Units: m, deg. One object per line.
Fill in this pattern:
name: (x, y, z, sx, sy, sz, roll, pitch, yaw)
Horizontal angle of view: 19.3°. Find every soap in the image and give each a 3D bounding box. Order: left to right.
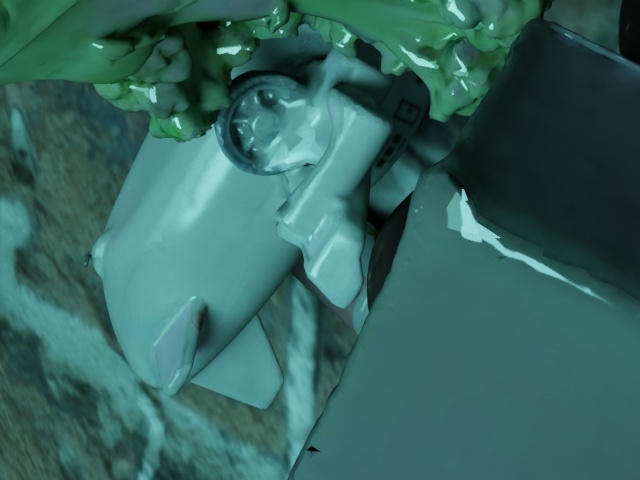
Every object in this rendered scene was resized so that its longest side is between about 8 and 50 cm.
soap: (0.137, 0.108, 0.612, 0.296, 0.107, 0.285, 29, 140, 5)

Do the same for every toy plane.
toy plane: (-0.024, -0.040, 0.866, 0.252, 0.118, 0.252, -50, 27, 39)

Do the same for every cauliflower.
cauliflower: (-0.056, -0.126, 0.648, 0.239, 0.315, 0.256, 3, 125, 52)

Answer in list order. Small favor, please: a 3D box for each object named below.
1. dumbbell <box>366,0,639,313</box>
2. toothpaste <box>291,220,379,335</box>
dumbbell: (0.122, -0.011, 0.694, 0.225, 0.140, 0.124, -45, 53, 49)
toothpaste: (0.000, 0.000, 0.947, 0.194, 0.043, 0.067, 44, 130, 43)
